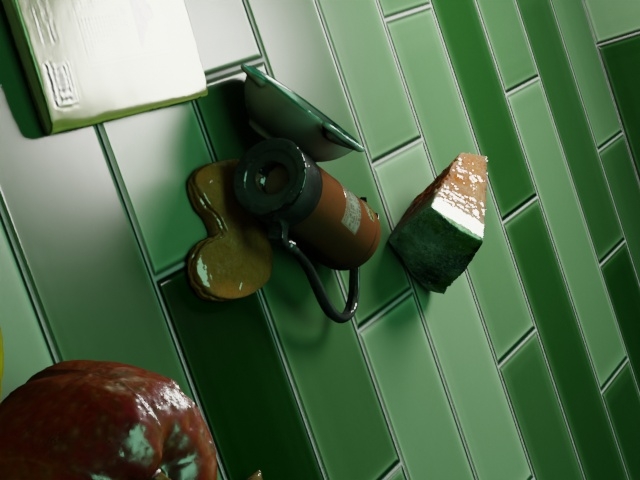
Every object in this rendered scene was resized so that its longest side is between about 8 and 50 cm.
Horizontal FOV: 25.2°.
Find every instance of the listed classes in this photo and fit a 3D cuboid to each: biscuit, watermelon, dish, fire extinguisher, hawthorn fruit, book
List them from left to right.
[{"bbox_3d":[-0.232,0.240,1.466,0.258,0.262,0.258,50,24,-31],"label":"hawthorn fruit"},{"bbox_3d":[-0.275,-0.274,1.830,0.352,0.035,0.239,-25,100,-59],"label":"book"},{"bbox_3d":[-0.131,-0.015,1.955,0.186,0.036,0.192,-16,90,-58],"label":"biscuit"},{"bbox_3d":[-0.036,-0.163,2.068,0.224,0.078,0.246,32,7,-35],"label":"dish"},{"bbox_3d":[-0.009,-0.005,2.076,0.376,0.113,0.200,33,79,-61],"label":"fire extinguisher"},{"bbox_3d":[0.217,-0.052,2.448,0.140,0.193,0.257,32,47,-8],"label":"watermelon"}]

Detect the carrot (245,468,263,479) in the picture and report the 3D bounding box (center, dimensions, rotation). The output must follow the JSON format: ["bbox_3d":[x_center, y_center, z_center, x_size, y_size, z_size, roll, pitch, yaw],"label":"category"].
[{"bbox_3d":[-0.091,0.446,1.797,0.070,0.070,0.342,39,40,-45],"label":"carrot"}]

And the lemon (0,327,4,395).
[{"bbox_3d":[-0.399,0.105,1.204,0.268,0.322,0.268,-29,132,-38],"label":"lemon"}]
